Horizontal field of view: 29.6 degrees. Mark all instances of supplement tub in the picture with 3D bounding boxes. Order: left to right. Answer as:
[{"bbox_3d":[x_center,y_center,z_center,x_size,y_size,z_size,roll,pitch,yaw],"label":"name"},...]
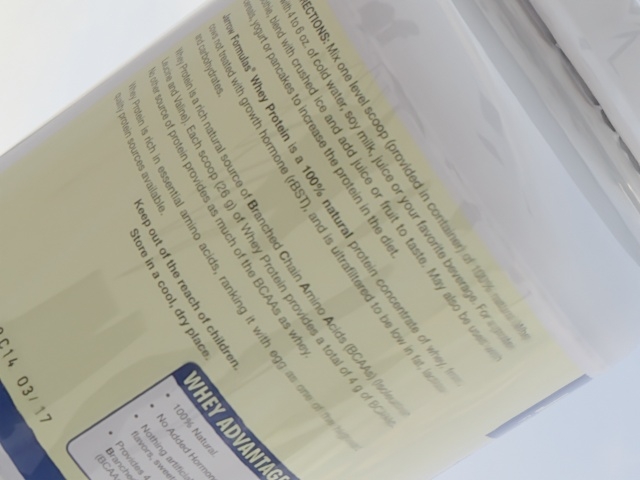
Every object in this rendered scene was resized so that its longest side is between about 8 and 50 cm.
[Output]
[{"bbox_3d":[0.000,0.000,0.550,0.325,0.235,0.235,-34,-138,11],"label":"supplement tub"}]
